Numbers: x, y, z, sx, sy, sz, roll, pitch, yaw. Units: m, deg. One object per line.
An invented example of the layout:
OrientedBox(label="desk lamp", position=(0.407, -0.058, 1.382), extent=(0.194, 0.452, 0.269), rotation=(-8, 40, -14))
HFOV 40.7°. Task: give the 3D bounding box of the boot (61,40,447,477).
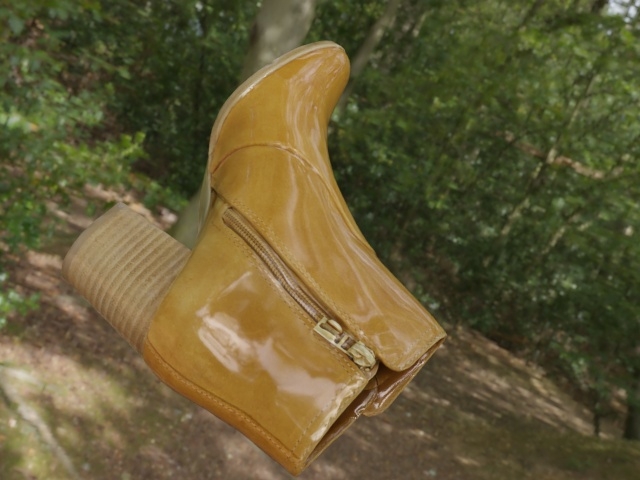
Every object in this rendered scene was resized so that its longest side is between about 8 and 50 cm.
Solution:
OrientedBox(label="boot", position=(0.000, 0.000, 0.580), extent=(0.211, 0.295, 0.104), rotation=(35, -34, 12))
